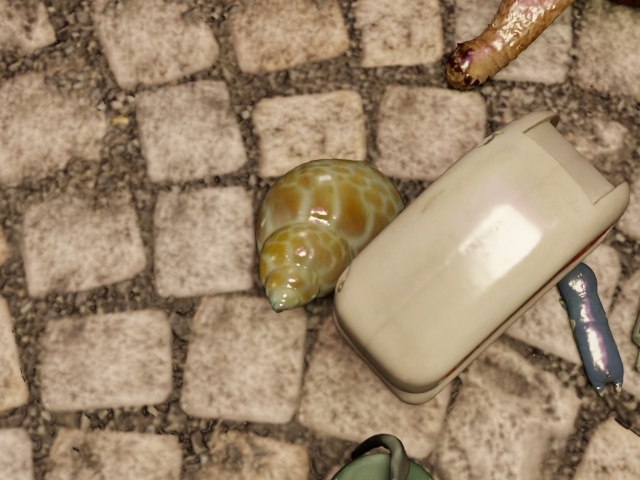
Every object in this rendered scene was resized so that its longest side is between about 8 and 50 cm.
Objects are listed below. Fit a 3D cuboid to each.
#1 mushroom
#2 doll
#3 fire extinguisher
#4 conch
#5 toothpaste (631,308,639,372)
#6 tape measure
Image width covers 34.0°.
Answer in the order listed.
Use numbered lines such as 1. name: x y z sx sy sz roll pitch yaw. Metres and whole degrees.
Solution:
1. mushroom: 0.209 -0.224 0.993 0.227 0.148 0.218 31 93 16
2. doll: 0.244 0.078 0.946 0.037 0.027 0.125 -13 78 -5
3. fire extinguisher: 0.039 0.202 0.762 0.093 0.294 0.118 11 74 2
4. conch: 0.006 -0.014 0.924 0.173 0.106 0.116 -19 94 -22
5. toothpaste: 0.324 0.032 0.958 0.057 0.035 0.197 24 72 -1
6. tape measure: 0.129 0.007 0.853 0.258 0.265 0.130 -40 77 -5
